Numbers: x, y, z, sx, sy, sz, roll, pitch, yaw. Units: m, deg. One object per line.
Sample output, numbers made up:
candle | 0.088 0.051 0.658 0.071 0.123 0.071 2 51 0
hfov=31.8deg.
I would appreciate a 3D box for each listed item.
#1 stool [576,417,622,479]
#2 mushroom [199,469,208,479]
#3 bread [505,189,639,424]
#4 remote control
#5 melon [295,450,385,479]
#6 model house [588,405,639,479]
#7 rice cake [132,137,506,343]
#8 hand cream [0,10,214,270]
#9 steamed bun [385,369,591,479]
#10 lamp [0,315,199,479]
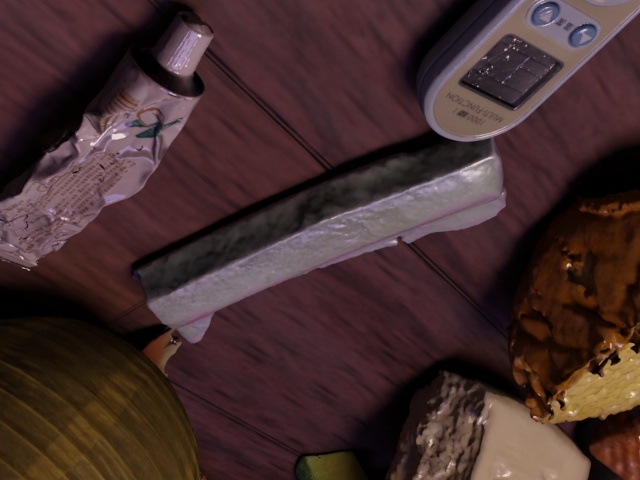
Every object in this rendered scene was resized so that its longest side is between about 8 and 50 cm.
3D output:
stool | 0.380 0.231 1.188 0.153 0.139 0.228 21 132 -40
mushroom | -0.112 0.272 1.095 0.227 0.148 0.217 -11 127 -14
bread | 0.257 0.035 0.899 0.160 0.147 0.260 -4 146 -30
remote control | 0.152 -0.153 0.696 0.087 0.047 0.244 16 132 -39
melon | 0.068 0.273 1.196 0.210 0.064 0.118 0 135 -24
model house | 0.415 0.152 0.995 0.329 0.251 0.294 -9 121 -1
rice cake | 0.000 -0.002 0.828 0.290 0.051 0.081 -23 133 12
hand cream | -0.150 -0.052 0.718 0.084 0.050 0.257 20 133 -42
steamed bun | 0.131 0.259 1.075 0.200 0.225 0.170 32 164 -31
lamp | -0.197 0.158 0.839 0.250 0.284 0.250 21 136 22
